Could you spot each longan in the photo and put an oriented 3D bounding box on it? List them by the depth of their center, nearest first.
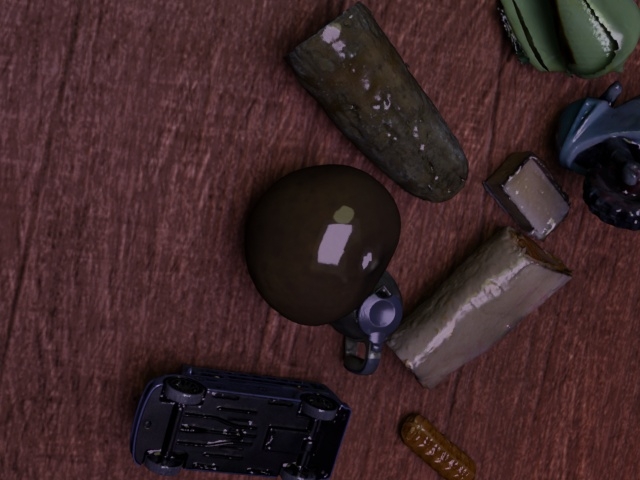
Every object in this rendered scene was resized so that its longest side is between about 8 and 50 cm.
[{"bbox_3d":[0.000,0.000,1.436,0.197,0.196,0.220,25,108,-24],"label":"longan"}]

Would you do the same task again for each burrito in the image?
[{"bbox_3d":[0.231,0.090,1.588,0.299,0.105,0.143,-39,137,-7],"label":"burrito"}]

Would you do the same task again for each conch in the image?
[{"bbox_3d":[0.328,-0.318,1.519,0.251,0.143,0.137,29,50,-11],"label":"conch"}]

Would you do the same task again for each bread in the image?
[{"bbox_3d":[0.180,0.321,1.661,0.157,0.044,0.052,43,80,-24],"label":"bread"}]

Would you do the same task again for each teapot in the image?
[{"bbox_3d":[0.056,0.106,1.528,0.111,0.108,0.149,35,89,-22],"label":"teapot"}]

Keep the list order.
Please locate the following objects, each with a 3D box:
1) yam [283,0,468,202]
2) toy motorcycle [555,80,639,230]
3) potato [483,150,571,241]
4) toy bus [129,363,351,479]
[{"bbox_3d":[0.087,-0.176,1.463,0.133,0.133,0.330,-46,118,-4],"label":"yam"},{"bbox_3d":[0.507,-0.159,1.590,0.416,0.232,0.172,-28,142,-23],"label":"toy motorcycle"},{"bbox_3d":[0.304,-0.065,1.603,0.086,0.061,0.122,-44,115,-6],"label":"potato"},{"bbox_3d":[-0.116,0.243,1.487,0.292,0.133,0.125,11,105,-24],"label":"toy bus"}]
